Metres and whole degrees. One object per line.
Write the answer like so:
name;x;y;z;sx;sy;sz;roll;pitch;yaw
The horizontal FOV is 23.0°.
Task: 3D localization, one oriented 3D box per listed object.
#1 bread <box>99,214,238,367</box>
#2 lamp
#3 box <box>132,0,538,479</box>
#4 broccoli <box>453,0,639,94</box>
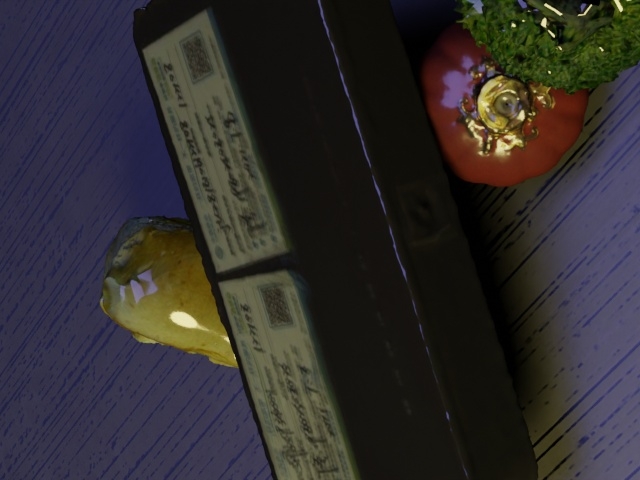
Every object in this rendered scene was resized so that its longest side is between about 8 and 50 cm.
bread;-0.087;0.029;1.072;0.156;0.110;0.103;10;89;43
lamp;0.102;-0.081;0.895;0.101;0.090;0.101;0;101;3
box;0.000;0.000;0.940;0.211;0.058;0.350;-14;95;56
broccoli;0.126;-0.242;0.749;0.321;0.283;0.304;-62;28;-1
